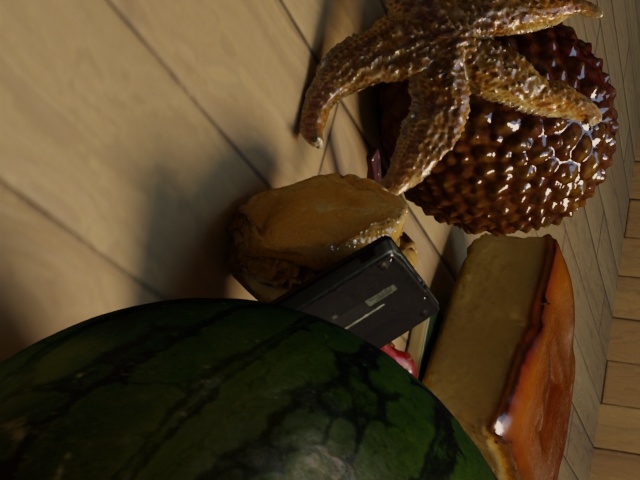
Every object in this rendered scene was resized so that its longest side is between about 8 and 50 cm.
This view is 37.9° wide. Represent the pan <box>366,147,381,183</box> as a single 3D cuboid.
[{"bbox_3d":[0.048,-0.009,0.967,0.212,0.040,0.115,82,28,-42],"label":"pan"}]

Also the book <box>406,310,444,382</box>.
[{"bbox_3d":[0.158,0.219,1.272,0.264,0.027,0.202,46,53,-58],"label":"book"}]

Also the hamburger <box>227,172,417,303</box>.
[{"bbox_3d":[0.000,0.000,0.748,0.147,0.138,0.083,-17,120,-23],"label":"hamburger"}]

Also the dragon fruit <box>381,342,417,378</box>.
[{"bbox_3d":[0.040,0.174,0.889,0.163,0.189,0.262,-43,147,-11],"label":"dragon fruit"}]

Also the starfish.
[{"bbox_3d":[0.127,-0.167,0.868,0.060,0.302,0.299,100,-14,-70],"label":"starfish"}]

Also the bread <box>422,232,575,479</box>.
[{"bbox_3d":[0.256,0.203,1.278,0.324,0.143,0.333,-65,148,-35],"label":"bread"}]

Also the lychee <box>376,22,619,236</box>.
[{"bbox_3d":[0.194,-0.136,1.015,0.267,0.267,0.268,5,90,-65],"label":"lychee"}]

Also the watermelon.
[{"bbox_3d":[-0.063,0.201,0.437,0.363,0.363,0.363,5,90,-65],"label":"watermelon"}]

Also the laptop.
[{"bbox_3d":[-0.014,0.080,0.697,0.026,0.207,0.154,62,7,30],"label":"laptop"}]
